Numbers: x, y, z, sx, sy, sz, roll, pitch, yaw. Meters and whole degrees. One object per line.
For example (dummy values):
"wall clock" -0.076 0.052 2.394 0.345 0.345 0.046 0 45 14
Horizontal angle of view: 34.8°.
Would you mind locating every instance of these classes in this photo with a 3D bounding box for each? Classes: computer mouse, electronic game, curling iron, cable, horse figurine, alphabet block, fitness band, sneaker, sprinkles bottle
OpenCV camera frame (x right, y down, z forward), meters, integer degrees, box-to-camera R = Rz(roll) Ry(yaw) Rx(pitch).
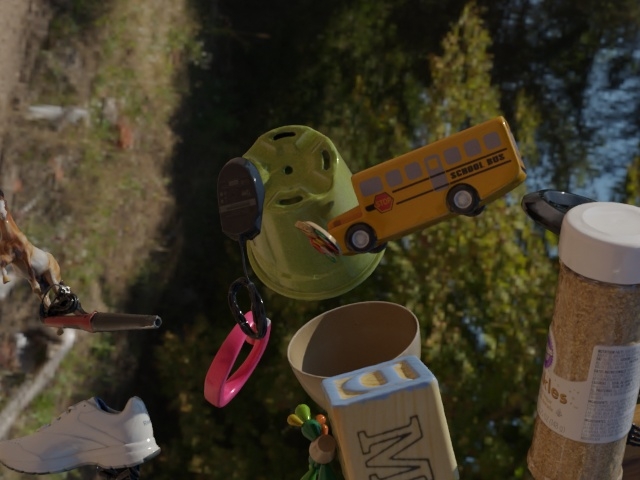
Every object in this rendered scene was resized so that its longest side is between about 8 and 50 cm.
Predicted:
"computer mouse" -0.093 0.010 1.345 0.041 0.071 0.242 1 83 -56
"electronic game" 0.439 -0.026 1.675 0.229 0.229 0.048 -83 -169 -71
"curling iron" -0.333 0.107 1.511 0.035 0.274 0.068 19 79 -46
"cable" -0.478 0.499 2.388 0.047 0.151 0.184 -24 133 -47
"horse figurine" -0.489 0.054 1.758 0.174 0.066 0.263 61 3 40
"alphabet block" 0.121 0.340 1.841 0.192 0.194 0.197 -128 -157 -82
"fitness band" -0.193 0.280 2.375 0.209 0.054 0.291 -55 169 -26
"sneaker" -0.435 0.348 1.833 0.111 0.297 0.129 23 59 -85
"sprinkles bottle" 0.327 0.136 1.218 0.121 0.121 0.355 -83 175 -64

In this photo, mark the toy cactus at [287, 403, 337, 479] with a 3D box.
"toy cactus" -0.011 0.398 1.906 0.180 0.112 0.219 107 -22 -63

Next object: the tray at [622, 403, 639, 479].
"tray" 0.703 0.396 1.951 0.076 0.411 0.202 -85 161 -57

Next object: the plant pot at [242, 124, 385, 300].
"plant pot" -0.032 -0.066 1.855 0.254 0.276 0.276 67 27 -60

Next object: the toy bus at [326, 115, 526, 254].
"toy bus" 0.167 -0.080 1.678 0.108 0.333 0.130 2 68 -74

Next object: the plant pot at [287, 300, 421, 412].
"plant pot" 0.089 0.285 2.183 0.284 0.284 0.190 -83 160 -63

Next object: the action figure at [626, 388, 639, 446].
"action figure" 0.496 0.296 1.767 0.164 0.141 0.275 -55 -177 23

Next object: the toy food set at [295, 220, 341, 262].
"toy food set" 0.000 0.000 1.593 0.020 0.083 0.083 -50 154 -13
